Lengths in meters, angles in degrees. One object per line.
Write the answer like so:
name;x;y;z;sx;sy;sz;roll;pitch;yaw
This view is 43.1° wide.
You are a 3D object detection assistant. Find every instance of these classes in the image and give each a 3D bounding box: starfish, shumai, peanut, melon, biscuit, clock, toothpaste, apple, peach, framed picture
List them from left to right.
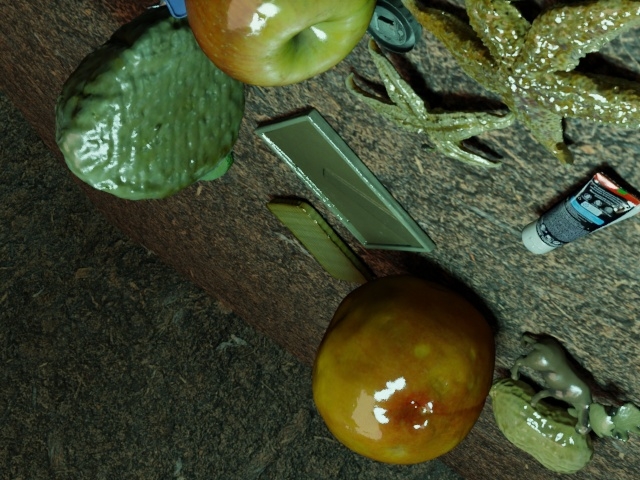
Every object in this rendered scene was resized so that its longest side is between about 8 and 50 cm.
shumai;-0.306;-0.231;1.290;0.288;0.330;0.292;30;151;37
melon;-0.249;-0.191;1.789;0.262;0.053;0.114;6;124;56
apple;-0.044;-0.270;0.841;0.173;0.210;0.235;61;158;12
biscuit;0.000;0.000;1.732;0.254;0.029;0.172;47;163;-24
framed picture;0.038;-0.095;1.417;0.324;0.020;0.240;45;163;-18
clock;0.079;-0.251;0.929;0.085;0.017;0.085;37;163;13
peach;0.149;0.236;1.447;0.343;0.343;0.301;47;-176;-21
starfish;0.122;-0.166;1.003;0.247;0.050;0.138;31;160;19
starfish;0.198;-0.182;0.780;0.302;0.060;0.299;37;166;12
peanut;0.427;0.361;1.592;0.233;0.110;0.196;32;162;19
toothpaste;0.310;-0.028;0.968;0.071;0.045;0.193;33;158;-3

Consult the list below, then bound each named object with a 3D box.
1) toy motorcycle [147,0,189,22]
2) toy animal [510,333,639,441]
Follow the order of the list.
toy motorcycle;-0.228;-0.394;1.071;0.359;0.125;0.212;36;171;22
toy animal;0.422;0.254;1.360;0.214;0.094;0.186;53;153;-13
